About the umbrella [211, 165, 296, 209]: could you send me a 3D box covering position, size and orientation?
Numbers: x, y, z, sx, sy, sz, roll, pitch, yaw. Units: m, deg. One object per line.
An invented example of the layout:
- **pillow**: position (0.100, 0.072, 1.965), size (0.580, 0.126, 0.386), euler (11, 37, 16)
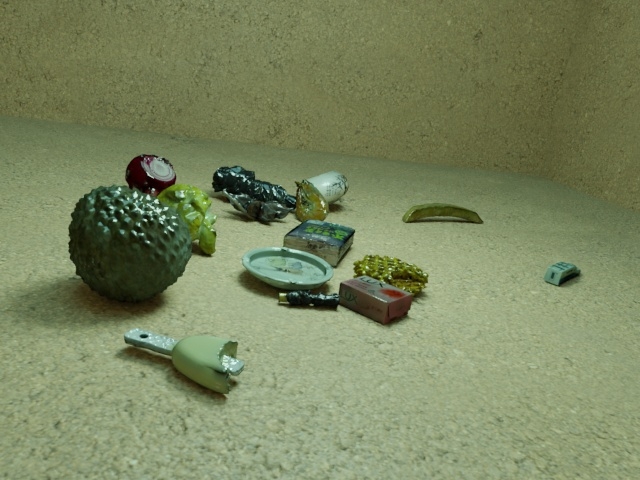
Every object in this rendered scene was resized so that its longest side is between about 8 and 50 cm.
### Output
- **umbrella**: position (-0.240, -0.189, 2.202), size (0.336, 0.128, 0.154), euler (14, 32, -1)

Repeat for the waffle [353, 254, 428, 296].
- **waffle**: position (0.186, 0.094, 1.542), size (0.197, 0.070, 0.193), euler (18, 18, 29)

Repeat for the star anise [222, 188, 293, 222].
- **star anise**: position (-0.225, -0.114, 2.005), size (0.262, 0.081, 0.230), euler (10, 13, -39)

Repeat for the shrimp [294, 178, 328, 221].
- **shrimp**: position (-0.048, -0.141, 2.085), size (0.115, 0.051, 0.217), euler (-30, 57, -2)

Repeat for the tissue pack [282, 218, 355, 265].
- **tissue pack**: position (0.000, 0.000, 1.754), size (0.173, 0.073, 0.235), euler (12, 17, 11)

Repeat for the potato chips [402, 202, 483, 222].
- **potato chips**: position (0.502, -0.112, 2.381), size (0.406, 0.080, 0.057), euler (0, 8, -28)

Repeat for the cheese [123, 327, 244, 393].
- **cheese**: position (-0.239, 0.196, 1.022), size (0.234, 0.050, 0.127), euler (12, 19, 14)

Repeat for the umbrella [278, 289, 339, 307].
- **umbrella**: position (-0.026, 0.135, 1.354), size (0.143, 0.040, 0.037), euler (4, 26, -10)

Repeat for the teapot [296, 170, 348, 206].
- **teapot**: position (0.003, -0.179, 2.259), size (0.208, 0.166, 0.300), euler (-4, 21, 22)

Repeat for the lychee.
- **lychee**: position (-0.407, 0.003, 1.248), size (0.255, 0.275, 0.255), euler (-14, 32, 9)

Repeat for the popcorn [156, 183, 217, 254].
- **popcorn**: position (-0.366, -0.047, 1.595), size (0.212, 0.198, 0.198), euler (33, 13, -11)

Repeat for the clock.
- **clock**: position (-0.084, 0.080, 1.481), size (0.236, 0.053, 0.236), euler (8, 19, -3)

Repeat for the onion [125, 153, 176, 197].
- **onion**: position (-0.603, -0.196, 2.049), size (0.173, 0.135, 0.198), euler (19, 50, -29)

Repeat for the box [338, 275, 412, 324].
- **box**: position (0.129, 0.138, 1.390), size (0.156, 0.060, 0.111), euler (22, 19, 35)

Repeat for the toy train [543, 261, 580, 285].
- **toy train**: position (0.785, 0.096, 1.871), size (0.052, 0.051, 0.233), euler (26, 24, 36)
